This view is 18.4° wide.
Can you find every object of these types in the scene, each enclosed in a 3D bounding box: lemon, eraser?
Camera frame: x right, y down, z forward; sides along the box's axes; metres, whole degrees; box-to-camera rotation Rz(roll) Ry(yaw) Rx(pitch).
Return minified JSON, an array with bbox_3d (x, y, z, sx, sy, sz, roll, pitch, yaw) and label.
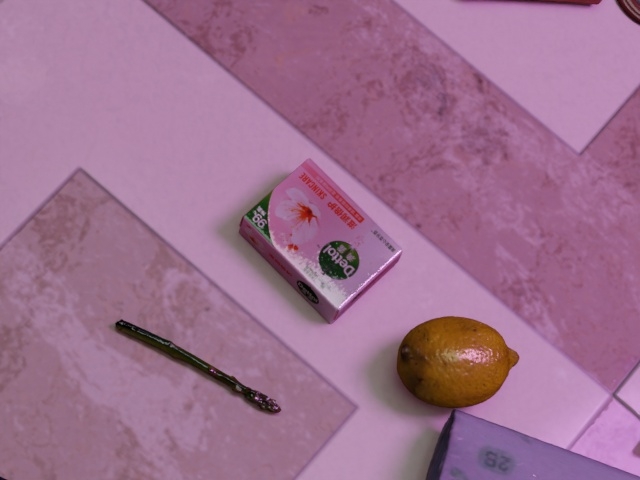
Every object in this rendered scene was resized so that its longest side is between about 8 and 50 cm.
[{"bbox_3d":[0.121,0.108,1.745,0.110,0.082,0.082,3,70,-12],"label":"lemon"},{"bbox_3d":[0.195,0.259,1.695,0.227,0.081,0.174,21,56,-2],"label":"eraser"}]

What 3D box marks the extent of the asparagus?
[{"bbox_3d":[-0.107,0.110,1.744,0.166,0.016,0.013,28,27,2],"label":"asparagus"}]

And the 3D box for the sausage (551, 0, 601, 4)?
[{"bbox_3d":[0.207,-0.246,1.907,0.147,0.035,0.030,2,102,-10],"label":"sausage"}]

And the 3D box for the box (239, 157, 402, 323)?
[{"bbox_3d":[0.000,0.000,1.783,0.125,0.043,0.089,44,71,8],"label":"box"}]

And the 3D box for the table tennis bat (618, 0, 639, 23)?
[{"bbox_3d":[0.348,-0.274,1.949,0.098,0.019,0.155,28,72,2],"label":"table tennis bat"}]

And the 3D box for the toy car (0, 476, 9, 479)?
[{"bbox_3d":[-0.344,0.306,1.584,0.301,0.118,0.193,-23,84,-16],"label":"toy car"}]
